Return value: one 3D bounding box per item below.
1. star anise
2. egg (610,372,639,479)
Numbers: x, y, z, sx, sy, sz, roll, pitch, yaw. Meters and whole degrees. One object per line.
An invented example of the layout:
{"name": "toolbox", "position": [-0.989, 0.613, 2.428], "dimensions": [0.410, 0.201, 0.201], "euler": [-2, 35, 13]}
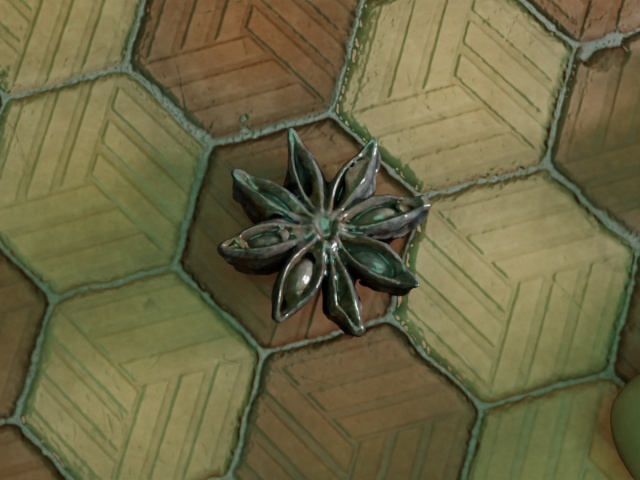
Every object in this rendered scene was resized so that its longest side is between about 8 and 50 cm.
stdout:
{"name": "star anise", "position": [0.000, 0.001, 1.347], "dimensions": [0.223, 0.109, 0.236], "euler": [10, 65, -4]}
{"name": "egg", "position": [0.425, 0.210, 1.252], "dimensions": [0.253, 0.186, 0.186], "euler": [15, 82, 2]}
